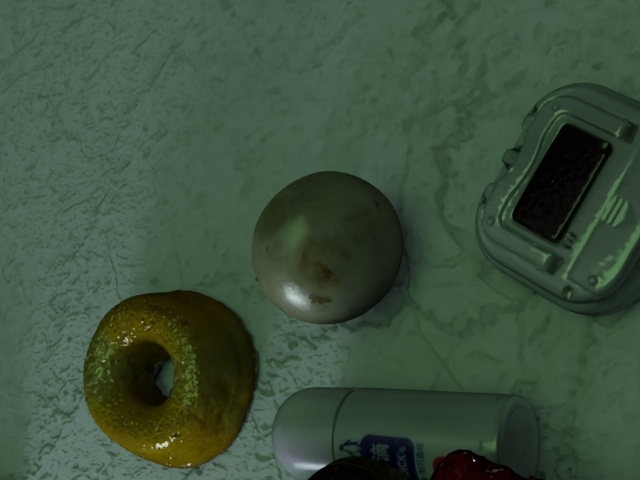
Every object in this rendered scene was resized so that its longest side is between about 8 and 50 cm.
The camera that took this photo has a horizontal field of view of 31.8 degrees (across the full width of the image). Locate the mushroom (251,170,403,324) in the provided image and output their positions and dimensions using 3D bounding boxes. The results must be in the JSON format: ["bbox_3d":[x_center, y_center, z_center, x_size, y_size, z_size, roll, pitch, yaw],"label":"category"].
[{"bbox_3d":[0.000,0.000,1.504,0.207,0.207,0.215,-59,26,8],"label":"mushroom"}]

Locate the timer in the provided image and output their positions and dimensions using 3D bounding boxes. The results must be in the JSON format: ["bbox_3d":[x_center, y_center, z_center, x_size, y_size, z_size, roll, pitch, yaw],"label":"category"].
[{"bbox_3d":[0.317,-0.052,1.356,0.237,0.087,0.262,33,98,34],"label":"timer"}]

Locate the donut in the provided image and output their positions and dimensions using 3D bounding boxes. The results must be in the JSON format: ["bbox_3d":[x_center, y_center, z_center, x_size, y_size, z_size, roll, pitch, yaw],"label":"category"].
[{"bbox_3d":[-0.235,0.198,1.646,0.278,0.108,0.277,-8,76,32],"label":"donut"}]

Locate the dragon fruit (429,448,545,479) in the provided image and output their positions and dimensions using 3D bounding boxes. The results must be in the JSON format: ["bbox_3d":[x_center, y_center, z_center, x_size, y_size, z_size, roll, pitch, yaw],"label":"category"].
[{"bbox_3d":[0.266,0.373,1.256,0.344,0.100,0.282,20,112,9],"label":"dragon fruit"}]

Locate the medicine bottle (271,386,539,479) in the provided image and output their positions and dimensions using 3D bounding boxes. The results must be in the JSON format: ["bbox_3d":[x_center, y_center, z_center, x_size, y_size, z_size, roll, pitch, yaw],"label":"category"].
[{"bbox_3d":[0.092,0.250,1.410,0.341,0.130,0.130,-1,79,33],"label":"medicine bottle"}]

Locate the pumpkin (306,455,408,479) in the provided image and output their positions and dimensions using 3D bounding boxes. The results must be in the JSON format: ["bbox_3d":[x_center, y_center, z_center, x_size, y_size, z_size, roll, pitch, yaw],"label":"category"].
[{"bbox_3d":[0.026,0.423,1.358,0.222,0.139,0.317,38,120,19],"label":"pumpkin"}]
